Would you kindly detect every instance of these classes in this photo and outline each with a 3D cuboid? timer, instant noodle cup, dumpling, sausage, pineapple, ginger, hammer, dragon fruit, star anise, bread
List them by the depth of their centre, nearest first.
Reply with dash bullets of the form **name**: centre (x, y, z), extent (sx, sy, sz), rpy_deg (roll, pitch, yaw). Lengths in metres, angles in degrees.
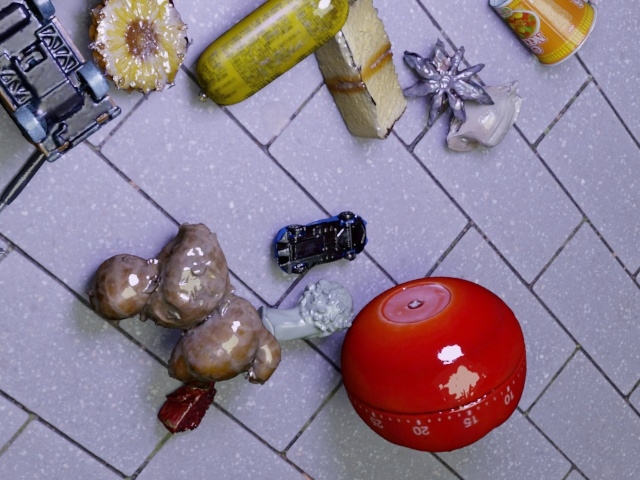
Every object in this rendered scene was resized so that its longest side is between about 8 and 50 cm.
- **pineapple**: centre (-0.321, -0.345, 1.695), extent (0.221, 0.047, 0.221), rpy_deg (-6, 99, -44)
- **hammer**: centre (-0.535, -0.076, 1.696), extent (0.103, 0.029, 0.246), rpy_deg (43, 81, -30)
- **sausage**: centre (-0.086, -0.362, 1.755), extent (0.347, 0.123, 0.123), rpy_deg (-34, 119, 9)
- **ginger**: centre (-0.230, 0.135, 1.813), extent (0.256, 0.176, 0.375), rpy_deg (-46, 103, -8)
- **bread**: centre (0.074, -0.328, 1.906), extent (0.141, 0.178, 0.266), rpy_deg (-19, 113, 18)
- **dragon fruit**: centre (-0.265, 0.314, 1.944), extent (0.131, 0.063, 0.097), rpy_deg (-61, 156, 3)
- **timer**: centre (0.227, 0.238, 1.985), extent (0.378, 0.378, 0.279), rpy_deg (-28, 120, -19)
- **star anise**: centre (0.250, -0.319, 1.995), extent (0.180, 0.061, 0.204), rpy_deg (-41, 96, 11)
- **instant noodle cup**: centre (0.459, -0.484, 2.047), extent (0.185, 0.168, 0.168), rpy_deg (33, 87, -24)
- **dumpling**: centre (0.355, -0.257, 2.076), extent (0.199, 0.118, 0.136), rpy_deg (-40, 139, 9)

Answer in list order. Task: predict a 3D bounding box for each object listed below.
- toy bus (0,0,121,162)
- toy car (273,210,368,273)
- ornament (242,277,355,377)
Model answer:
- **toy bus**: centre (-0.485, -0.307, 1.563), extent (0.162, 0.194, 0.323), rpy_deg (-38, 121, -13)
- **toy car**: centre (0.000, 0.000, 1.982), extent (0.216, 0.063, 0.103), rpy_deg (-15, 111, -30)
- **ornament**: centre (-0.062, 0.169, 1.958), extent (0.285, 0.130, 0.120), rpy_deg (-25, 101, -20)
